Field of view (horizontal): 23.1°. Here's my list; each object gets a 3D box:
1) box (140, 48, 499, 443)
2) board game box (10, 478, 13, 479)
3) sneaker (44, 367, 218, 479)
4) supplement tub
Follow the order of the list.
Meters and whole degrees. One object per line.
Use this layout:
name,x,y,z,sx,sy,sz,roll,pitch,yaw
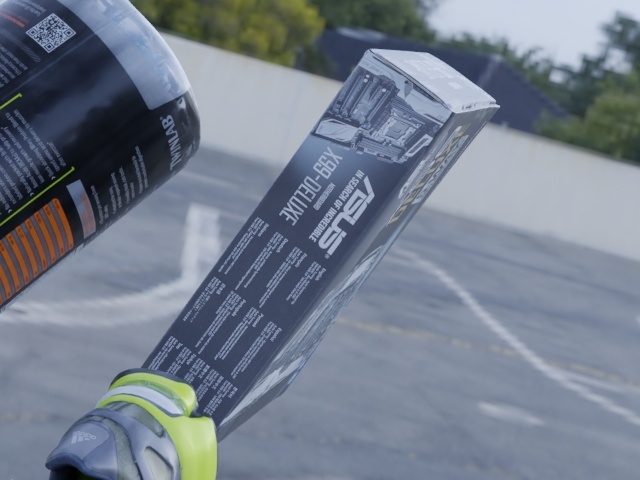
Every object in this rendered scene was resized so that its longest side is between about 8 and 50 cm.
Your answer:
box,0.000,0.000,1.163,0.076,0.307,0.242,38,12,7
board game box,-0.264,0.254,1.235,0.026,0.103,0.154,42,-20,17
sneaker,-0.142,0.238,1.012,0.111,0.300,0.121,7,13,27
supplement tub,-0.281,-0.056,1.278,0.207,0.338,0.207,39,-25,23
